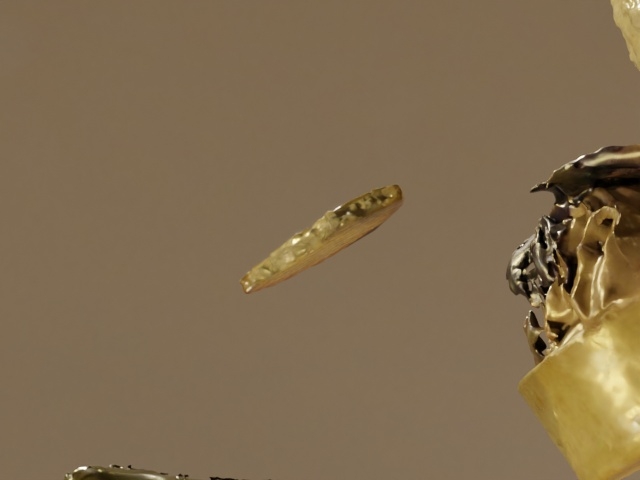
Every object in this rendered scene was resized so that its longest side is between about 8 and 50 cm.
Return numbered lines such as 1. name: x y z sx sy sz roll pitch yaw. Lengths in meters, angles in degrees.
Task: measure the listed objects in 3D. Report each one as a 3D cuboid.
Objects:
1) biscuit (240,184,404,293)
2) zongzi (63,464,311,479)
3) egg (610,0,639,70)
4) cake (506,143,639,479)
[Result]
1. biscuit: 0.000 -0.001 1.863 0.228 0.176 0.031 -27 -101 -4
2. zongzi: -0.175 0.373 1.473 0.323 0.360 0.160 16 -144 -32
3. egg: 0.403 -0.199 1.267 0.310 0.279 0.279 12 -140 -7
4. cake: 0.339 0.064 1.613 0.332 0.332 0.321 -18 -109 -35
